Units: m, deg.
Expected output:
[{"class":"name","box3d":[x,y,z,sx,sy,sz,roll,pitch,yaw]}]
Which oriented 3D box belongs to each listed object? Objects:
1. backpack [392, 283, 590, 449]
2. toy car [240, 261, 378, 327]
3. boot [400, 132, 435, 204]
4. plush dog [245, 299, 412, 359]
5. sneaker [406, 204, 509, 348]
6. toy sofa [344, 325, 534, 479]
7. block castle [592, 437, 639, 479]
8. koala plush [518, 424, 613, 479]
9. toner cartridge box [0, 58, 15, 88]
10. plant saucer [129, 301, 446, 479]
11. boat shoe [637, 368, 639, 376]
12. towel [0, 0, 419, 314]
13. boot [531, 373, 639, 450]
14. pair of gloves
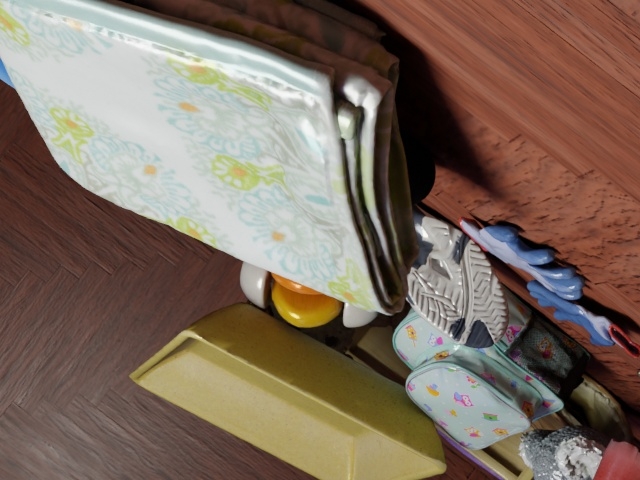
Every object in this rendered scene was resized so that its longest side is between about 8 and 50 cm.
[{"class":"backpack","box3d":[0.172,0.128,1.816,0.188,0.144,0.166,47,147,-4]},{"class":"toy car","box3d":[0.000,0.000,1.828,0.159,0.182,0.136,11,143,10]},{"class":"boot","box3d":[-0.010,-0.102,1.416,0.219,0.082,0.106,37,173,-20]},{"class":"plush dog","box3d":[-0.006,0.071,2.072,0.210,0.225,0.262,34,177,44]},{"class":"sneaker","box3d":[0.097,0.022,1.717,0.235,0.094,0.153,37,176,4]},{"class":"toy sofa","box3d":[0.204,0.213,2.349,0.362,0.150,0.177,35,173,22]},{"class":"block castle","box3d":[0.481,0.375,1.642,0.453,0.213,0.303,37,171,-16]},{"class":"koala plush","box3d":[0.329,0.287,1.862,0.221,0.203,0.196,38,174,-4]},{"class":"toner cartridge box","box3d":[-0.240,-0.181,1.832,0.348,0.075,0.165,34,-155,8]},{"class":"plant saucer","box3d":[-0.035,0.180,1.943,0.332,0.081,0.333,28,160,-10]},{"class":"boat shoe","box3d":[0.312,0.128,1.501,0.049,0.042,0.133,33,175,20]},{"class":"towel","box3d":[-0.099,-0.098,1.293,0.374,0.090,0.320,24,153,21]},{"class":"boot","box3d":[0.343,0.247,2.073,0.236,0.089,0.269,37,173,-1]},{"class":"pair of gloves","box3d":[0.214,0.042,1.508,0.198,0.023,0.159,41,175,-27]}]
